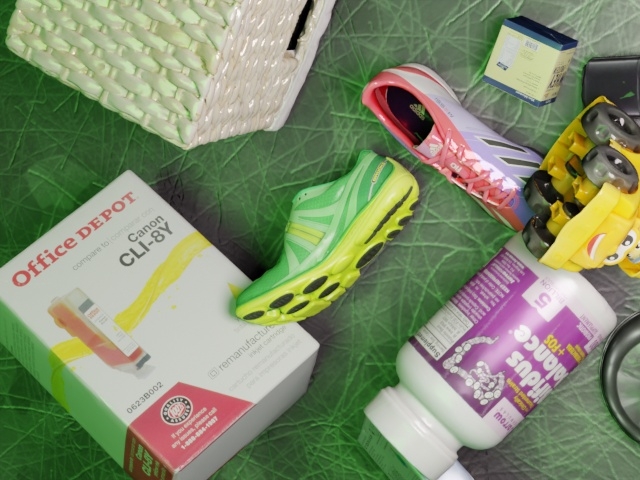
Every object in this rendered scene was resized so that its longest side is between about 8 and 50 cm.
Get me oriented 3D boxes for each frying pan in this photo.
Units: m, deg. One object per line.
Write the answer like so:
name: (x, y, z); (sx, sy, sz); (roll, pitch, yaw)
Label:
frying pan: (0.415, 0.234, 1.889); (0.197, 0.053, 0.326); (27, 111, 23)

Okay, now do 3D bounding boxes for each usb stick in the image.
usb stick: (0.437, -0.181, 1.774); (0.278, 0.045, 0.077); (1, 95, 31)

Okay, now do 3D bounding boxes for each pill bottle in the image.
pill bottle: (0.201, 0.146, 1.852); (0.301, 0.169, 0.169); (-45, 76, 1)

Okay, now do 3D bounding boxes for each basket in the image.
basket: (-0.182, -0.335, 1.966); (0.331, 0.266, 0.328); (31, 115, 18)

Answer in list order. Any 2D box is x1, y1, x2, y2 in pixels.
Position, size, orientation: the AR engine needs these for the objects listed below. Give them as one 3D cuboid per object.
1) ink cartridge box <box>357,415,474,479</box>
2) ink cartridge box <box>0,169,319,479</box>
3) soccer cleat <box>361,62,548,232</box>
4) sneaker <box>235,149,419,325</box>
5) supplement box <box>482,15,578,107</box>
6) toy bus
ink cartridge box: (0.171, 0.345, 1.989); (0.065, 0.186, 0.311); (-36, 77, -13)
ink cartridge box: (-0.237, 0.132, 2.097); (0.385, 0.279, 0.160); (42, 153, 16)
soccer cleat: (0.183, -0.103, 1.902); (0.318, 0.116, 0.108); (43, 119, 15)
sneaker: (0.000, 0.000, 2.022); (0.295, 0.109, 0.123); (-43, 59, 3)
supplement box: (0.257, -0.220, 1.865); (0.083, 0.056, 0.083); (29, 115, 22)
toy bus: (0.356, -0.029, 1.762); (0.211, 0.220, 0.149); (32, 123, -11)
